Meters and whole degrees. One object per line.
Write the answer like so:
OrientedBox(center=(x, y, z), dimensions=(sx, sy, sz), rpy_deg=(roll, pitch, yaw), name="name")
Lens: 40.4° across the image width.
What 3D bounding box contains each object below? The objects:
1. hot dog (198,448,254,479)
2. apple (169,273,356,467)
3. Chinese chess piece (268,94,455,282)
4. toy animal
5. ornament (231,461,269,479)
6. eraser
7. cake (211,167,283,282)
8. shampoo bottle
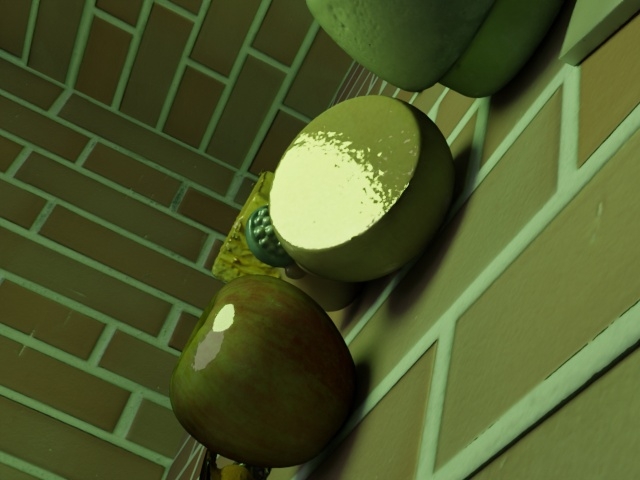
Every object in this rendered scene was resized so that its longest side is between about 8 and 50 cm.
OrientedBox(center=(-0.134, 0.449, 1.234), dimensions=(0.194, 0.107, 0.326), rpy_deg=(110, 169, -46), name="hot dog")
OrientedBox(center=(-0.074, 0.181, 1.189), dimensions=(0.256, 0.234, 0.257), rpy_deg=(-63, 5, 10), name="apple")
OrientedBox(center=(0.055, -0.072, 1.189), dimensions=(0.273, 0.102, 0.273), rpy_deg=(-21, 51, 28), name="Chinese chess piece")
OrientedBox(center=(0.019, 0.002, 1.391), dimensions=(0.221, 0.230, 0.209), rpy_deg=(55, -163, -53), name="toy animal")
OrientedBox(center=(-0.117, 0.375, 1.493), dimensions=(0.203, 0.088, 0.081), rpy_deg=(-53, -19, -12), name="ornament")
OrientedBox(center=(0.300, -0.253, 0.876), dimensions=(0.103, 0.023, 0.150), rpy_deg=(-67, 9, -22), name="eraser")
OrientedBox(center=(-0.081, -0.028, 1.956), dimensions=(0.286, 0.223, 0.227), rpy_deg=(-60, 10, 22), name="cake")
OrientedBox(center=(0.148, -0.361, 1.144), dimensions=(0.322, 0.318, 0.322), rpy_deg=(-63, 5, 10), name="shampoo bottle")
